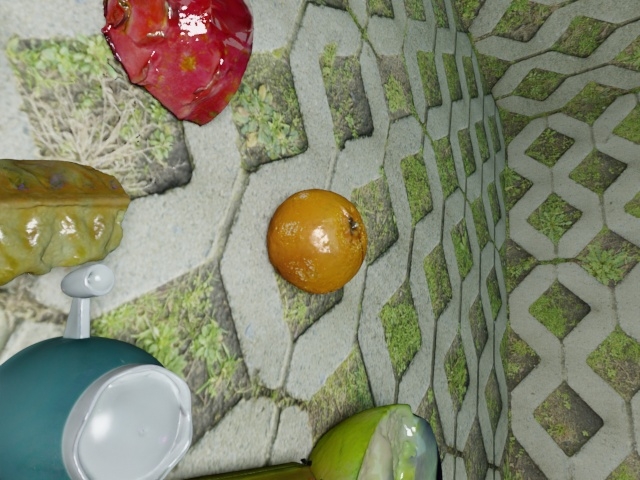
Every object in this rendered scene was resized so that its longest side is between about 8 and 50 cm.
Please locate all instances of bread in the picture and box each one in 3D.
[{"bbox_3d":[-0.301,-0.024,0.388,0.232,0.088,0.128,-22,74,-52],"label":"bread"}]

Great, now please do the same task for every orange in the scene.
[{"bbox_3d":[0.000,0.000,0.750,0.193,0.161,0.194,6,82,-50],"label":"orange"}]

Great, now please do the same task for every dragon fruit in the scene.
[{"bbox_3d":[-0.192,-0.319,0.586,0.163,0.189,0.262,30,49,-83],"label":"dragon fruit"}]

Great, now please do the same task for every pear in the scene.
[{"bbox_3d":[0.078,0.497,0.741,0.398,0.165,0.399,17,69,-52],"label":"pear"}]

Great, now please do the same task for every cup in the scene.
[{"bbox_3d":[-0.220,0.174,0.402,0.167,0.173,0.300,2,81,-52],"label":"cup"}]

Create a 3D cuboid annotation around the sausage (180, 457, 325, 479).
[{"bbox_3d":[-0.123,0.363,0.533,0.317,0.117,0.125,27,97,-48],"label":"sausage"}]
